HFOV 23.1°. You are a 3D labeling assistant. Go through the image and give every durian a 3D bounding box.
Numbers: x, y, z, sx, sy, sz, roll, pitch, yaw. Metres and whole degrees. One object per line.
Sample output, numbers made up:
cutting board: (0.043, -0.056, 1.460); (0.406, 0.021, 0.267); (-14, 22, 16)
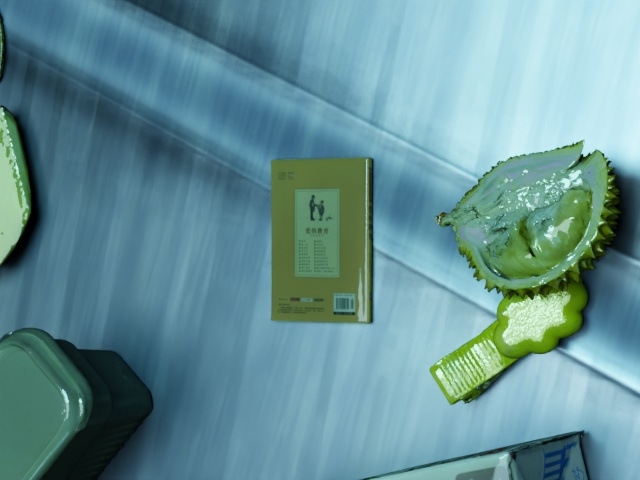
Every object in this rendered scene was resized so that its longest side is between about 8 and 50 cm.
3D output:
durian: (0.194, -0.010, 1.472); (0.208, 0.102, 0.146); (0, 70, 40)

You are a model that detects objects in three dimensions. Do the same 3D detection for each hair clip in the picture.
hair clip: (0.182, 0.091, 1.508); (0.173, 0.046, 0.072); (-38, 77, 21)

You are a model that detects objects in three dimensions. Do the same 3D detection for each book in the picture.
book: (0.000, 0.000, 1.626); (0.118, 0.012, 0.172); (1, 91, 28)

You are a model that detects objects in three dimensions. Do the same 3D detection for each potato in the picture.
potato: (-0.384, -0.055, 1.809); (0.119, 0.054, 0.198); (-1, 88, 12)

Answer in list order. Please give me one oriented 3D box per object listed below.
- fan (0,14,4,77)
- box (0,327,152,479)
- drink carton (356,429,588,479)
fan: (-0.456, -0.187, 1.873); (0.230, 0.011, 0.335); (-25, 78, 26)
box: (-0.312, 0.218, 1.700); (0.138, 0.178, 0.274); (47, 110, 20)
drink carton: (0.088, 0.279, 1.475); (0.325, 0.194, 0.132); (-16, 81, 28)
